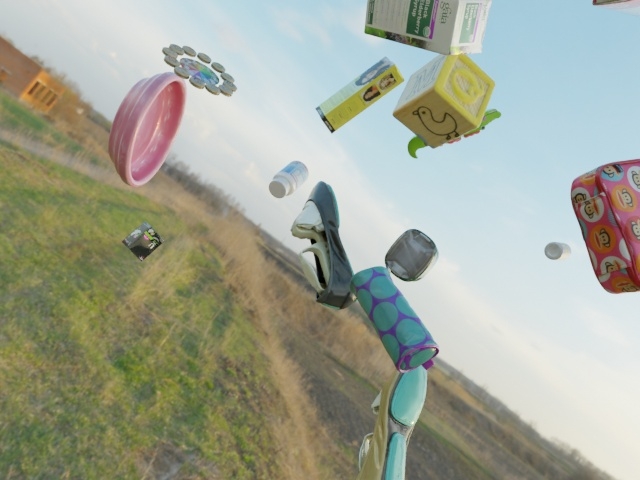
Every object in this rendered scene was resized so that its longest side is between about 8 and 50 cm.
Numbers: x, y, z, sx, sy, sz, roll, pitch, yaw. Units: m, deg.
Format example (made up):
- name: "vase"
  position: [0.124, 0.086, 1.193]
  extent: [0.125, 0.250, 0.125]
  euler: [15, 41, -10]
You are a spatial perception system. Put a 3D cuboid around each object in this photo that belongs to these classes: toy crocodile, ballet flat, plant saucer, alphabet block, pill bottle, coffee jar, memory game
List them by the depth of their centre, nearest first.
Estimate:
- name: "ballet flat"
  position: [0.099, 0.279, 0.769]
  extent: [0.073, 0.232, 0.080]
  euler: [-14, -48, 42]
- name: "ballet flat"
  position: [0.000, 0.000, 1.006]
  extent: [0.095, 0.096, 0.280]
  euler: [126, -44, -52]
- name: "coffee jar"
  position: [0.185, 0.034, 1.015]
  extent: [0.079, 0.096, 0.184]
  euler: [41, 6, 13]
- name: "memory game"
  position: [-0.275, -0.394, 1.180]
  extent: [0.186, 0.012, 0.186]
  euler: [27, 33, -19]
- name: "pill bottle"
  position: [0.568, 0.026, 1.221]
  extent: [0.083, 0.043, 0.043]
  euler: [4, 23, -47]
- name: "plant saucer"
  position: [-0.478, -0.311, 1.407]
  extent: [0.084, 0.332, 0.332]
  euler: [24, -3, -3]
- name: "alphabet block"
  position: [0.371, -0.426, 1.545]
  extent: [0.192, 0.193, 0.197]
  euler: [33, -24, -18]
- name: "pill bottle"
  position: [-0.110, -0.206, 1.750]
  extent: [0.087, 0.087, 0.160]
  euler: [37, 39, 4]
- name: "toy crocodile"
  position: [0.465, -0.385, 1.805]
  extent: [0.115, 0.340, 0.105]
  euler: [-100, 171, -76]

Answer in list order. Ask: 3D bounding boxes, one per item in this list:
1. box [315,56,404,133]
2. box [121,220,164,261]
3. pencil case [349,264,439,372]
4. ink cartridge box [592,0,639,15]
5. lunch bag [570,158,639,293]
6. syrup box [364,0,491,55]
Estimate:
- name: "box"
  position: [0.100, -0.383, 1.349]
  extent: [0.058, 0.232, 0.087]
  euler: [48, 11, -33]
- name: "box"
  position: [-0.481, 0.003, 1.391]
  extent: [0.052, 0.083, 0.062]
  euler: [28, -23, 47]
- name: "pencil case"
  position: [0.099, 0.104, 0.700]
  extent: [0.070, 0.064, 0.151]
  euler: [46, 11, -50]
- name: "ink cartridge box"
  position: [0.694, -0.581, 1.036]
  extent: [0.306, 0.226, 0.131]
  euler: [-9, 14, -37]
- name: "lunch bag"
  position: [0.719, -0.035, 1.154]
  extent: [0.120, 0.258, 0.293]
  euler: [142, -64, -66]
- name: "syrup box"
  position: [0.196, -0.423, 0.973]
  extent: [0.237, 0.096, 0.093]
  euler: [39, -45, 43]
